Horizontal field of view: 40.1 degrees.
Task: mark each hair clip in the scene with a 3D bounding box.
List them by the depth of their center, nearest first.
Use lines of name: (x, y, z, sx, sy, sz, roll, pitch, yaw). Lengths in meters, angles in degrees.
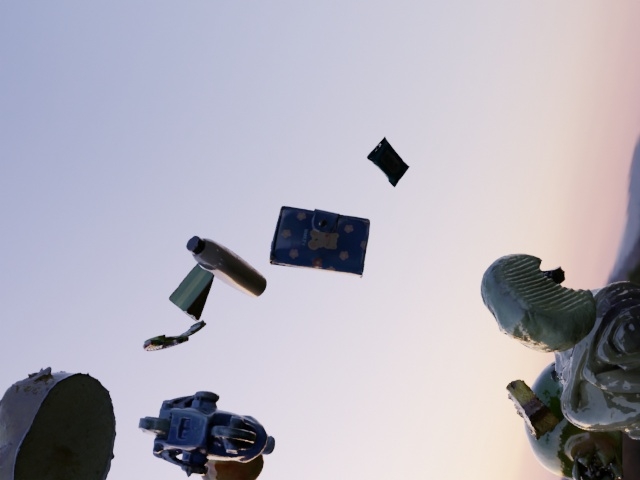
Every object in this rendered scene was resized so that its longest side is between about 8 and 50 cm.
hair clip: (-0.298, 0.199, 1.791, 0.188, 0.060, 0.033, -15, -96, -57)

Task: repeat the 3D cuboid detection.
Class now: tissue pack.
tissue pack: (0.192, -0.223, 2.494, 0.085, 0.028, 0.138, -53, -53, -13)

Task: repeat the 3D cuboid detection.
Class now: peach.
peach: (-0.236, 0.575, 2.328, 0.184, 0.184, 0.184, 13, -90, -70)

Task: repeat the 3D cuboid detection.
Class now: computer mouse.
computer mouse: (0.553, 0.129, 2.306, 0.122, 0.073, 0.217, -32, -10, -28)

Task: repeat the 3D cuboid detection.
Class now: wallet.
wallet: (0.000, 0.000, 1.841, 0.059, 0.202, 0.141, 87, -167, -60)

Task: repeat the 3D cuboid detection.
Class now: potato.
potato: (-0.576, 0.423, 1.825, 0.246, 0.196, 0.300, 42, -125, -40)

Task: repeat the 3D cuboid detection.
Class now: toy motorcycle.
toy motorcycle: (-0.247, 0.428, 2.014, 0.241, 0.319, 0.182, -16, -76, -59)

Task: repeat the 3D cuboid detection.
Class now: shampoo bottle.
shampoo bottle: (-0.238, 0.061, 2.187, 0.078, 0.127, 0.257, -51, -46, -2)

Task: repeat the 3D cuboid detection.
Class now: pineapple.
pineapple: (0.460, 0.369, 1.924, 0.069, 0.137, 0.116, -40, -7, -1)

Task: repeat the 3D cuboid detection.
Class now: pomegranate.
pomegranate: (0.582, 0.436, 2.029, 0.358, 0.216, 0.310, -66, -27, -62)

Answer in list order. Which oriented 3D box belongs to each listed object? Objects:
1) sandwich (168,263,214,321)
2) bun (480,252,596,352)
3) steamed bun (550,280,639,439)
sandwich: (-0.303, 0.128, 2.157, 0.116, 0.074, 0.074, -52, -31, -9)
bun: (0.389, 0.123, 1.591, 0.212, 0.203, 0.127, -115, 35, -47)
steamed bun: (0.643, 0.232, 1.820, 0.346, 0.394, 0.237, -36, -26, -32)
